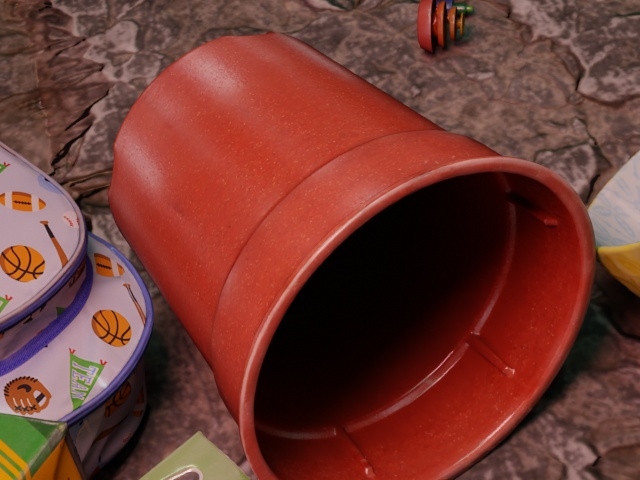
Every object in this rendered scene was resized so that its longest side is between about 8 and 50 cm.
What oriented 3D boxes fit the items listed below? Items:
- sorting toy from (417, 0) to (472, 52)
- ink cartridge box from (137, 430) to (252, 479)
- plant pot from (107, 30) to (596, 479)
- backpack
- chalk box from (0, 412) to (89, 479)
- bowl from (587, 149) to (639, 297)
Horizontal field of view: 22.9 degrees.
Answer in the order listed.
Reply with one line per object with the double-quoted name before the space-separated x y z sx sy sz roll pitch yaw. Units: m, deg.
"sorting toy" 0.107 -0.206 1.340 0.042 0.061 0.102 1 75 10
"ink cartridge box" -0.048 0.231 1.020 0.109 0.062 0.209 -39 55 -20
"plant pot" 0.000 0.000 1.085 0.272 0.272 0.265 -31 45 -15
"backpack" -0.248 0.062 1.096 0.263 0.213 0.276 34 54 12
"chalk box" -0.287 0.211 0.945 0.289 0.180 0.179 3 37 26
"bowl" 0.339 -0.021 1.073 0.289 0.156 0.289 -35 10 7
